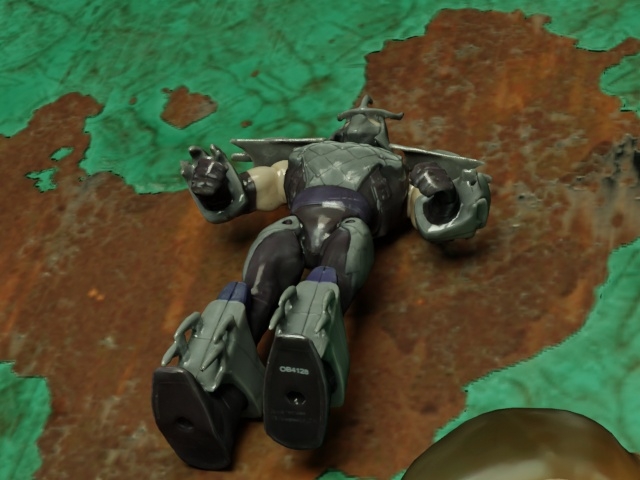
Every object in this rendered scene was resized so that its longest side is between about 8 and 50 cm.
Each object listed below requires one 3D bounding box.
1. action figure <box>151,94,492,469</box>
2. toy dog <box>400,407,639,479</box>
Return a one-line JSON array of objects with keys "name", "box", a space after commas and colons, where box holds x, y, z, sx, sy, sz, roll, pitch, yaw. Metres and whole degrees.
[{"name": "action figure", "box": [0.000, 0.000, 0.980, 0.185, 0.099, 0.285, -3, 37, 21]}, {"name": "toy dog", "box": [0.095, 0.249, 0.527, 0.395, 0.284, 0.408, -16, 33, 29]}]
